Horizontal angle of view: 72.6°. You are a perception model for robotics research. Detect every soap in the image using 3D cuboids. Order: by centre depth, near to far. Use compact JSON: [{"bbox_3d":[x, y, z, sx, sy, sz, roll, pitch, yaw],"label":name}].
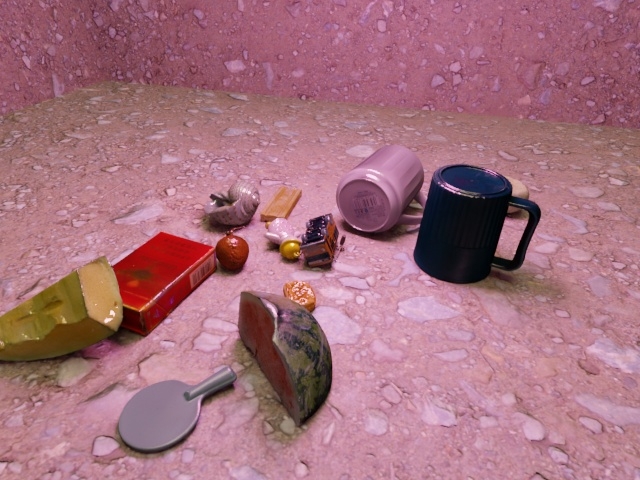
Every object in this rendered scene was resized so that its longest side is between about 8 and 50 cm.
[{"bbox_3d":[-0.144,-0.139,1.649,0.092,0.037,0.252,9,32,9],"label":"soap"}]

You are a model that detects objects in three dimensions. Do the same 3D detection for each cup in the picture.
[{"bbox_3d":[0.441,-0.043,1.293,0.242,0.292,0.308,-17,38,-27],"label":"cup"},{"bbox_3d":[0.247,-0.159,1.560,0.322,0.237,0.327,38,39,5],"label":"cup"}]

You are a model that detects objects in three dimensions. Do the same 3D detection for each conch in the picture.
[{"bbox_3d":[-0.297,-0.120,1.523,0.200,0.131,0.172,-9,48,37],"label":"conch"}]

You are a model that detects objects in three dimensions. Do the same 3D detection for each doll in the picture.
[{"bbox_3d":[-0.113,-0.007,1.400,0.129,0.081,0.207,-2,33,-30],"label":"doll"}]

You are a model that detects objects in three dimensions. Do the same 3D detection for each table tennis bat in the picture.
[{"bbox_3d":[-0.285,0.329,0.890,0.244,0.040,0.153,-24,42,-30],"label":"table tennis bat"}]

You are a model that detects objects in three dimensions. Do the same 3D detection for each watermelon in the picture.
[{"bbox_3d":[-0.072,0.240,0.966,0.180,0.224,0.305,-48,45,4],"label":"watermelon"}]

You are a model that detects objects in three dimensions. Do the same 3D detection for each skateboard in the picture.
[{"bbox_3d":[0.061,0.027,1.383,0.032,0.064,0.083,19,44,3],"label":"skateboard"}]

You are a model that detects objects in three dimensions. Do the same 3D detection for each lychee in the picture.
[{"bbox_3d":[-0.268,0.024,1.316,0.114,0.101,0.140,22,25,-54],"label":"lychee"}]

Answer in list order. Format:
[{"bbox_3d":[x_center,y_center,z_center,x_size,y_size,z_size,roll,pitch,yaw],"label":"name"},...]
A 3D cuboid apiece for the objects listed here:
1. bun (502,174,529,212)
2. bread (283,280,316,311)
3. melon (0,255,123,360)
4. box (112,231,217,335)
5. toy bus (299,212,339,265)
[{"bbox_3d":[0.701,-0.174,1.693,0.195,0.118,0.195,6,36,-4],"label":"bun"},{"bbox_3d":[-0.056,0.152,1.184,0.083,0.044,0.111,-4,34,-18],"label":"bread"},{"bbox_3d":[-0.625,0.175,0.995,0.323,0.124,0.196,-23,66,3],"label":"melon"},{"bbox_3d":[-0.454,0.104,1.189,0.197,0.089,0.313,16,34,17],"label":"box"},{"bbox_3d":[0.000,0.000,1.372,0.091,0.103,0.182,-15,26,18],"label":"toy bus"}]
